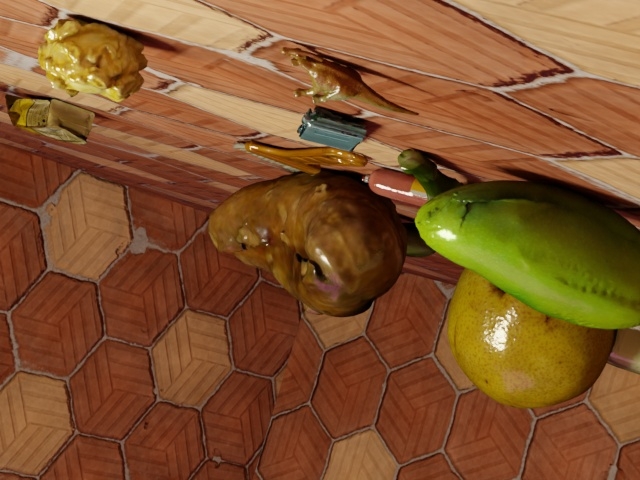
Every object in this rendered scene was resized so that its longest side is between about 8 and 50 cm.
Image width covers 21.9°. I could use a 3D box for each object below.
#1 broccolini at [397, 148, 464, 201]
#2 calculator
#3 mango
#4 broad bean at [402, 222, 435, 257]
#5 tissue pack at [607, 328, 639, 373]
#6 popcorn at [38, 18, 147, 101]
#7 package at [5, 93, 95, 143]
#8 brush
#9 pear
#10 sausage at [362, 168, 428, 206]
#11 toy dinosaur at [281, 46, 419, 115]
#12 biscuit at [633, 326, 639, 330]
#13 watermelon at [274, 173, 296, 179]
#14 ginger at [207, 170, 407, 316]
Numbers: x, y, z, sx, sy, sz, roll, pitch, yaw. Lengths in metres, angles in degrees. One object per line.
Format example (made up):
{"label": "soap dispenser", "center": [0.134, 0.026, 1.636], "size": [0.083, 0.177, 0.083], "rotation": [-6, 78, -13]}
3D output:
{"label": "broccolini", "center": [0.111, -0.052, 1.563], "size": [0.067, 0.058, 0.216], "rotation": [-27, 154, 15]}
{"label": "calculator", "center": [0.008, -0.095, 1.447], "size": [0.057, 0.018, 0.172], "rotation": [18, 178, -2]}
{"label": "mango", "center": [0.193, 0.006, 1.431], "size": [0.233, 0.111, 0.125], "rotation": [18, 173, -9]}
{"label": "broad bean", "center": [0.068, -0.012, 2.330], "size": [0.207, 0.072, 0.153], "rotation": [18, -176, -39]}
{"label": "tissue pack", "center": [0.471, 0.125, 2.059], "size": [0.234, 0.125, 0.159], "rotation": [16, 177, 1]}
{"label": "popcorn", "center": [-0.174, -0.137, 1.274], "size": [0.082, 0.057, 0.083], "rotation": [10, 173, 8]}
{"label": "package", "center": [-0.355, -0.158, 2.143], "size": [0.071, 0.047, 0.131], "rotation": [15, 178, -40]}
{"label": "brush", "center": [-0.015, -0.090, 1.792], "size": [0.090, 0.017, 0.314], "rotation": [17, 177, -19]}
{"label": "pear", "center": [0.252, 0.092, 1.981], "size": [0.209, 0.208, 0.209], "rotation": [17, 178, 1]}
{"label": "sausage", "center": [0.144, -0.038, 1.684], "size": [0.223, 0.029, 0.029], "rotation": [15, 177, 21]}
{"label": "toy dinosaur", "center": [0.014, -0.102, 1.109], "size": [0.113, 0.026, 0.041], "rotation": [28, 155, -32]}
{"label": "biscuit", "center": [0.300, 0.038, 1.791], "size": [0.281, 0.084, 0.179], "rotation": [20, -179, -22]}
{"label": "watermelon", "center": [-0.025, -0.047, 2.120], "size": [0.111, 0.078, 0.078], "rotation": [17, 178, 16]}
{"label": "ginger", "center": [0.000, 0.000, 1.941], "size": [0.172, 0.165, 0.321], "rotation": [-6, -171, -29]}
